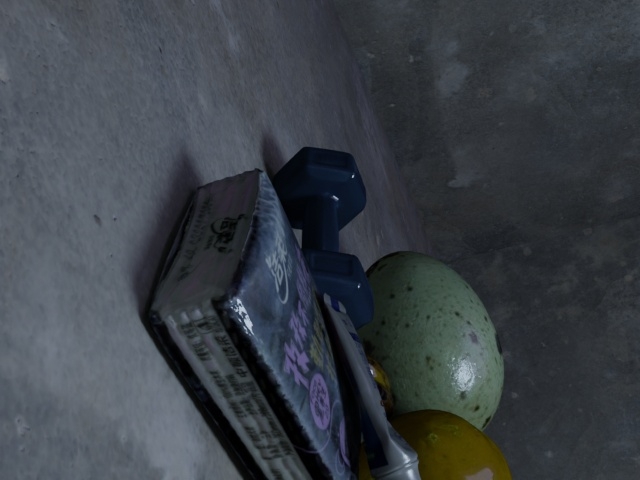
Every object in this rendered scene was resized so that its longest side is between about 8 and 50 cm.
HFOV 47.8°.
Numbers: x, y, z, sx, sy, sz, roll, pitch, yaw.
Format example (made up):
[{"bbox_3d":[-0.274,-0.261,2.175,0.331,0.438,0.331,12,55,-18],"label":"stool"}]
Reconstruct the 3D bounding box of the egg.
[{"bbox_3d":[0.187,0.205,1.358,0.379,0.287,0.287,66,10,19],"label":"egg"}]

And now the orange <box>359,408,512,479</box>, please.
[{"bbox_3d":[0.160,0.395,1.116,0.235,0.279,0.279,50,-4,37],"label":"orange"}]

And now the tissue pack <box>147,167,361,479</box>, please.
[{"bbox_3d":[-0.051,0.126,0.845,0.259,0.122,0.361,-88,157,-55],"label":"tissue pack"}]

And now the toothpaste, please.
[{"bbox_3d":[0.059,0.192,0.879,0.096,0.061,0.266,43,25,-69],"label":"toothpaste"}]

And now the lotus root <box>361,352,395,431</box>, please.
[{"bbox_3d":[0.059,0.246,1.168,0.209,0.120,0.120,60,21,-52],"label":"lotus root"}]

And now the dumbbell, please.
[{"bbox_3d":[0.000,0.000,1.110,0.144,0.160,0.325,34,35,-26],"label":"dumbbell"}]
